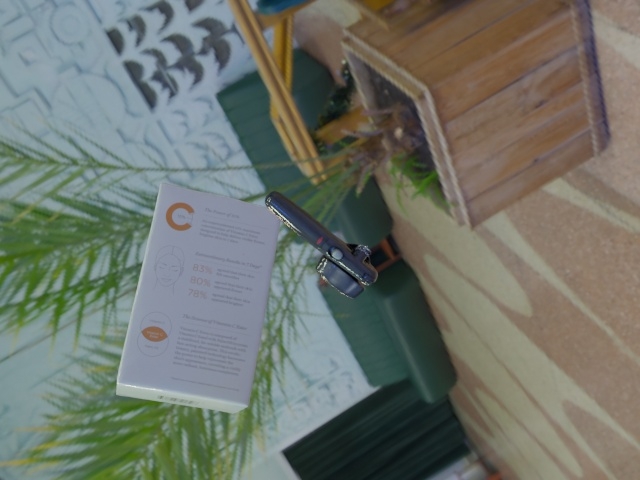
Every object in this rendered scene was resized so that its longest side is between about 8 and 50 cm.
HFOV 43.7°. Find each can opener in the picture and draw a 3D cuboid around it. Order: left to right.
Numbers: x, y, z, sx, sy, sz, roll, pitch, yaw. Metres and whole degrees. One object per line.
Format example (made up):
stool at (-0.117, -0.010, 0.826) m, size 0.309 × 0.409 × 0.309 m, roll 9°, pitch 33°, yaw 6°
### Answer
can opener at (0.000, 0.000, 1.059) m, size 0.186 × 0.073 × 0.059 m, roll 42°, pitch 179°, yaw -10°

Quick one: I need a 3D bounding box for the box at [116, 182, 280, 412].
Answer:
box at (-0.210, 0.105, 1.379) m, size 0.168 × 0.215 × 0.345 m, roll 131°, pitch 150°, yaw -68°
